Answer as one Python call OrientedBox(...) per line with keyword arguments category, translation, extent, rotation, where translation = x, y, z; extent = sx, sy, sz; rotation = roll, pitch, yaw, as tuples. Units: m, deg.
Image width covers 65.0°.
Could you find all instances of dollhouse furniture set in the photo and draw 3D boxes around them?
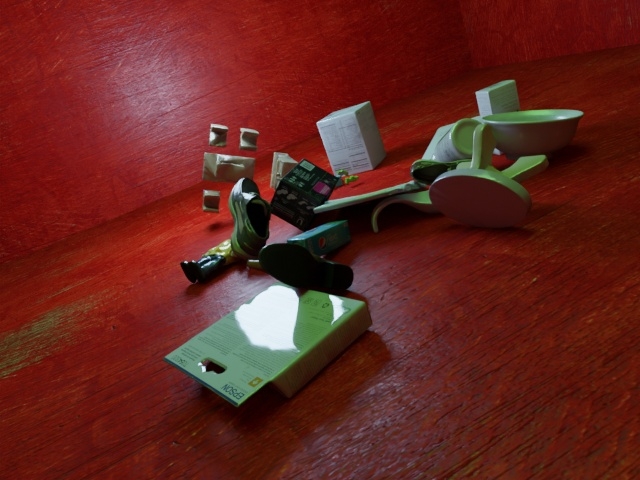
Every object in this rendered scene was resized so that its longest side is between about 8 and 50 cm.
OrientedBox(category="dollhouse furniture set", translation=(-0.324, -0.314, 2.248), extent=(0.394, 0.362, 0.256), rotation=(4, 15, -16))

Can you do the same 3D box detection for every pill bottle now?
OrientedBox(category="pill bottle", translation=(0.448, -0.295, 1.649), extent=(0.131, 0.131, 0.229), rotation=(-24, -8, -11))

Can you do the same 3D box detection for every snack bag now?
OrientedBox(category="snack bag", translation=(0.160, -0.143, 1.616), extent=(0.323, 0.037, 0.342), rotation=(-12, 2, 21))

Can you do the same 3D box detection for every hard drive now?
OrientedBox(category="hard drive", translation=(0.524, -0.387, 1.968), extent=(0.203, 0.040, 0.307), rotation=(-11, 30, 35))

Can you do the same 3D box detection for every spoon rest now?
OrientedBox(category="spoon rest", translation=(0.277, -0.107, 1.490), extent=(0.276, 0.084, 0.137), rotation=(-20, 20, 3))

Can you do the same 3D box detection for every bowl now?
OrientedBox(category="bowl", translation=(0.658, -0.328, 1.582), extent=(0.297, 0.134, 0.298), rotation=(-4, 19, 2))

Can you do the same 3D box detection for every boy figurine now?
OrientedBox(category="boy figurine", translation=(-0.318, 0.038, 1.678), extent=(0.177, 0.092, 0.285), rotation=(-3, 28, 47))

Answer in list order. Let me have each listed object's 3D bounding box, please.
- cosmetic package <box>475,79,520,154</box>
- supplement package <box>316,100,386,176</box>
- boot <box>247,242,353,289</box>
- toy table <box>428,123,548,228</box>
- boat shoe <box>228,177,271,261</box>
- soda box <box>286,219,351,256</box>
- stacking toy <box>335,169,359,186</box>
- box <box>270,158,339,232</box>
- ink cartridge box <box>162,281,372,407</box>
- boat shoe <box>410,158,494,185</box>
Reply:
OrientedBox(category="cosmetic package", translation=(0.637, -0.431, 1.770), extent=(0.117, 0.231, 0.085), rotation=(-24, 20, -9))
OrientedBox(category="supplement package", translation=(0.144, -0.452, 2.256), extent=(0.198, 0.263, 0.199), rotation=(-9, 22, 31))
OrientedBox(category="boot", translation=(-0.098, 0.054, 1.242), extent=(0.264, 0.096, 0.280), rotation=(8, -2, -38))
OrientedBox(category="toy table", translation=(0.423, -0.145, 1.261), extent=(0.274, 0.252, 0.161), rotation=(17, 57, 44))
OrientedBox(category="boat shoe", translation=(-0.219, -0.089, 1.679), extent=(0.130, 0.132, 0.355), rotation=(-41, 42, 30))
OrientedBox(category="soda box", translation=(0.000, 0.000, 1.439), extent=(0.071, 0.067, 0.210), rotation=(-4, 13, 38))
OrientedBox(category="stacking toy", translation=(0.040, -0.234, 2.113), extent=(0.221, 0.052, 0.167), rotation=(-20, 21, -6))
OrientedBox(category="box", translation=(-0.060, -0.165, 1.791), extent=(0.163, 0.142, 0.247), rotation=(29, 31, 3))
OrientedBox(category="ink cartridge box", translation=(-0.114, 0.213, 1.047), extent=(0.330, 0.071, 0.324), rotation=(-35, 25, -31))
OrientedBox(category="boat shoe", translation=(0.400, -0.196, 1.532), extent=(0.257, 0.095, 0.095), rotation=(3, 18, 18))
